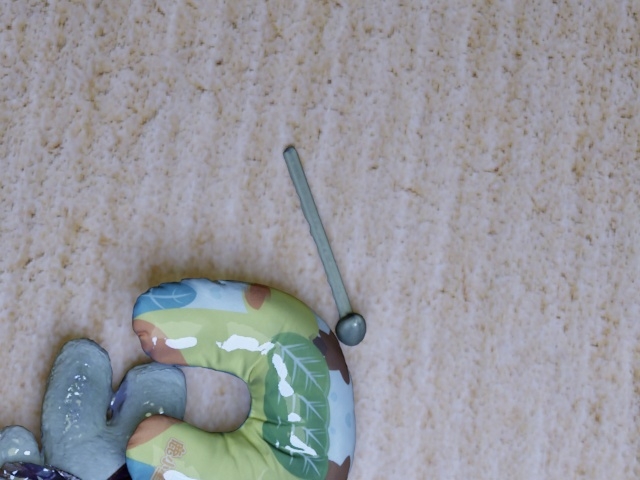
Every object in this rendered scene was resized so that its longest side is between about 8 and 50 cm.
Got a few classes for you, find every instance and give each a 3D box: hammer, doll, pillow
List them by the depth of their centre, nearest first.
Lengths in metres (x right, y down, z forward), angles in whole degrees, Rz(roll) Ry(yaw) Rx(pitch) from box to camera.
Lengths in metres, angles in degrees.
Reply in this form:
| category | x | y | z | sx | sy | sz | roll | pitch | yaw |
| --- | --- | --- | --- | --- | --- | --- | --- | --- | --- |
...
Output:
| category | x | y | z | sx | sy | sz | roll | pitch | yaw |
| --- | --- | --- | --- | --- | --- | --- | --- | --- | --- |
| doll | -0.203 | 0.219 | 1.661 | 0.175 | 0.149 | 0.278 | 4 | 67 | 17 |
| pillow | -0.069 | 0.149 | 1.682 | 0.214 | 0.086 | 0.233 | 10 | 74 | -21 |
| hammer | 0.000 | 0.000 | 1.757 | 0.028 | 0.060 | 0.195 | -19 | 75 | -6 |
